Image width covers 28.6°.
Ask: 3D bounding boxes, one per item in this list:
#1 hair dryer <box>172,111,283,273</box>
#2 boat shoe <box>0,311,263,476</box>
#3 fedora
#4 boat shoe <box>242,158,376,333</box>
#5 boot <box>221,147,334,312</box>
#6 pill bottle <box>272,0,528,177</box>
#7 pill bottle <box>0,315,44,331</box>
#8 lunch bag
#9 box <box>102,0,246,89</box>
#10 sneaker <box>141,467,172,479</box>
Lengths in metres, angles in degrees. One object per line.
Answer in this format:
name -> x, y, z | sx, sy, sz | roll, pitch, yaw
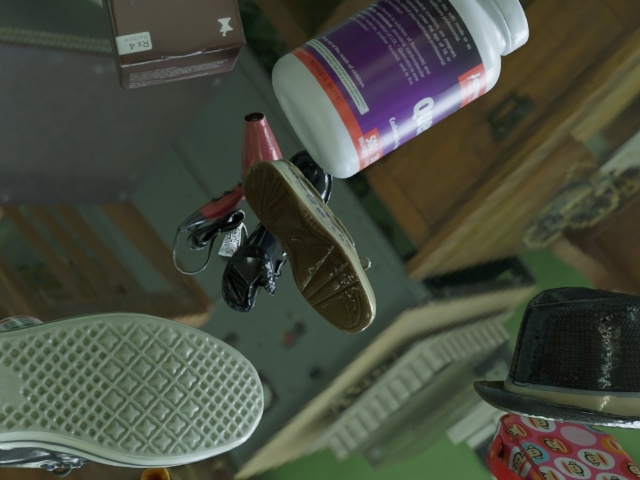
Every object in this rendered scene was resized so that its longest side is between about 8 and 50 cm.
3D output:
hair dryer -> -0.131, -0.073, 2.129 | 0.223, 0.080, 0.294 | 14, 91, -61
boat shoe -> -0.318, 0.188, 1.512 | 0.500, 0.187, 0.156 | 0, 167, -17
fedora -> 0.358, 0.139, 1.558 | 0.334, 0.153, 0.334 | 4, -178, 0
boat shoe -> 0.000, 0.000, 1.813 | 0.104, 0.285, 0.089 | -35, 173, 33
boot -> -0.069, -0.014, 2.055 | 0.246, 0.094, 0.207 | -61, 180, 25
pill bottle -> 0.109, -0.233, 1.665 | 0.323, 0.181, 0.181 | -32, 161, -7
pill bottle -> -0.480, 0.241, 2.160 | 0.161, 0.283, 0.161 | -9, 108, -30
lunch bag -> 0.409, 0.405, 2.123 | 0.258, 0.293, 0.120 | 11, 111, -19
box -> -0.205, -0.311, 1.693 | 0.168, 0.167, 0.203 | -11, 179, -10
sneaker -> -0.226, 0.342, 1.568 | 0.084, 0.083, 0.215 | -15, 180, 7
